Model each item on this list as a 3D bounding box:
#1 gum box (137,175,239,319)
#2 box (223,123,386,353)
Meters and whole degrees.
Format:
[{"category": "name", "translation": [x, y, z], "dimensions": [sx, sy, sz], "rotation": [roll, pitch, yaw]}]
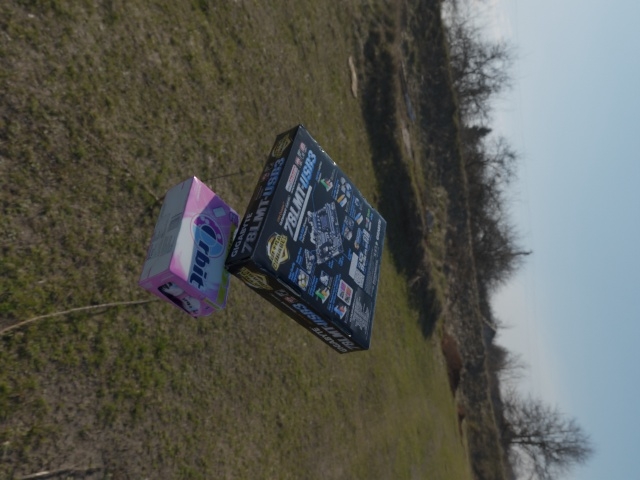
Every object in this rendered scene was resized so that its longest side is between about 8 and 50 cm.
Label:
[{"category": "gum box", "translation": [-0.185, 0.012, 0.652], "dimensions": [0.107, 0.062, 0.189], "rotation": [45, 33, -40]}, {"category": "box", "translation": [0.000, 0.000, 0.780], "dimensions": [0.293, 0.073, 0.296], "rotation": [42, 46, -33]}]
